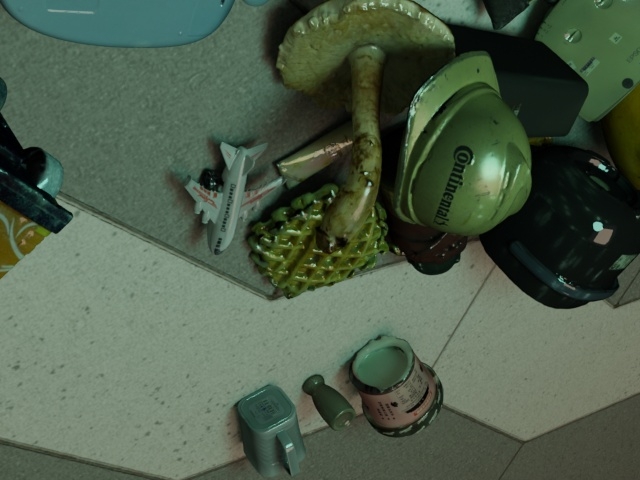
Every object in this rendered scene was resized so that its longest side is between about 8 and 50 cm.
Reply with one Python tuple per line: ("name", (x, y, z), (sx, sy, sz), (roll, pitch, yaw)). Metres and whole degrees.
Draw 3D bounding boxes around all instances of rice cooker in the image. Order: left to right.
("rice cooker", (0.423, -0.025, 1.879), (0.267, 0.267, 0.224), (7, 129, -44))

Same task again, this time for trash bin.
("trash bin", (0.243, -0.223, 1.579), (0.225, 0.165, 0.115), (0, 127, -31))

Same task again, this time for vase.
("vase", (0.013, 0.281, 1.929), (0.053, 0.100, 0.053), (-24, 138, -24))

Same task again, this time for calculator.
("calculator", (-0.172, -0.270, 1.099), (0.303, 0.042, 0.188), (-4, 138, -26))

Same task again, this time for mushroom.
("mushroom", (0.081, -0.166, 1.433), (0.233, 0.301, 0.208), (-21, 178, 42))

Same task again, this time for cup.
("cup", (-0.077, 0.336, 1.883), (0.095, 0.128, 0.129), (-26, 136, -18))

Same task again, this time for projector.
("projector", (0.428, -0.330, 1.663), (0.193, 0.088, 0.269), (35, 123, -8))

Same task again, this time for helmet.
("helmet", (0.204, -0.097, 1.415), (0.204, 0.137, 0.257), (-34, 144, -30))

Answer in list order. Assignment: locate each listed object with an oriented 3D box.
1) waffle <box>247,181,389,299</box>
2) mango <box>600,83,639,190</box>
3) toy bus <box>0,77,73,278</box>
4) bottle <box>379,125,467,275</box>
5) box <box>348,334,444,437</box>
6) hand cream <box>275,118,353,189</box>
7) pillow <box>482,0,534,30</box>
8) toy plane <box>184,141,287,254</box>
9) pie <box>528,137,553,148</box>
("waffle", (0.000, 0.000, 1.662), (0.214, 0.054, 0.208), (-24, 143, 5))
("mango", (0.610, -0.245, 1.861), (0.300, 0.232, 0.445), (-34, 135, -8))
("toy bus", (-0.393, -0.091, 1.049), (0.194, 0.323, 0.162), (-44, 142, 5))
("bottle", (0.157, -0.043, 1.722), (0.156, 0.143, 0.271), (-6, 141, 9))
("box", (0.130, 0.255, 1.975), (0.151, 0.151, 0.135), (-38, 134, -7))
("hand cream", (0.003, -0.127, 1.595), (0.143, 0.039, 0.061), (-33, 143, -5))
("pillow", (0.298, -0.420, 1.518), (0.250, 0.106, 0.186), (-41, 141, 5))
("toy plane", (-0.127, -0.058, 1.519), (0.162, 0.065, 0.171), (-3, 129, -40))
("pie", (0.327, -0.189, 1.818), (0.191, 0.033, 0.088), (-11, 121, -44))
